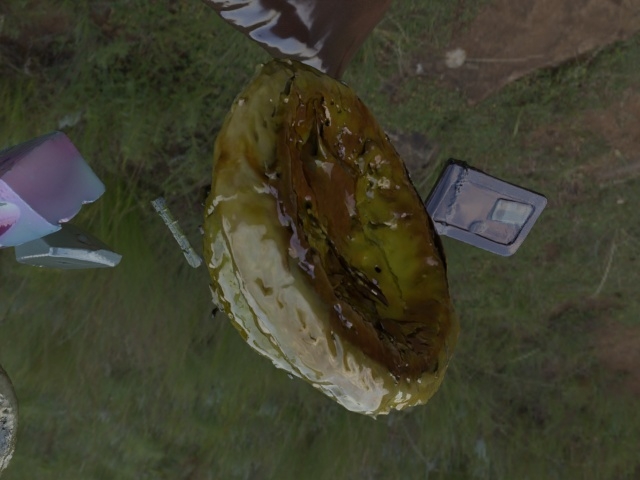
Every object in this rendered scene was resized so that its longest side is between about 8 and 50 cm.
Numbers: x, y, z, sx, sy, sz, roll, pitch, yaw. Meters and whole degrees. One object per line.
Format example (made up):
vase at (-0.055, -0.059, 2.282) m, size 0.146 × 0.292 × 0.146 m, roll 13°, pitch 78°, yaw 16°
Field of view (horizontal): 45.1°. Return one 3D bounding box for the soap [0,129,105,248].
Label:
soap at (-0.235, -0.038, 0.598) m, size 0.149 × 0.100 × 0.056 m, roll -8°, pitch 121°, yaw 40°

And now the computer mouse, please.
computer mouse at (-0.426, 0.006, 1.276) m, size 0.128 × 0.079 × 0.231 m, roll 10°, pitch 173°, yaw -44°

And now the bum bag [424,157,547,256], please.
bum bag at (0.216, -0.042, 1.036) m, size 0.159 × 0.026 × 0.109 m, roll 18°, pitch 118°, yaw -18°

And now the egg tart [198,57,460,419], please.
egg tart at (0.000, 0.000, 0.593) m, size 0.115 × 0.290 × 0.290 m, roll -22°, pitch 130°, yaw 27°

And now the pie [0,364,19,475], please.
pie at (-0.525, 0.228, 1.003) m, size 0.274 × 0.055 × 0.274 m, roll 1°, pitch 105°, yaw 3°

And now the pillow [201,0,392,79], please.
pillow at (0.000, -0.295, 0.619) m, size 0.108 × 0.307 × 0.305 m, roll 31°, pitch -178°, yaw 36°

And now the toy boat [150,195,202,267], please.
toy boat at (-0.211, -0.013, 1.122) m, size 0.115 × 0.016 × 0.063 m, roll 59°, pitch 166°, yaw -13°
